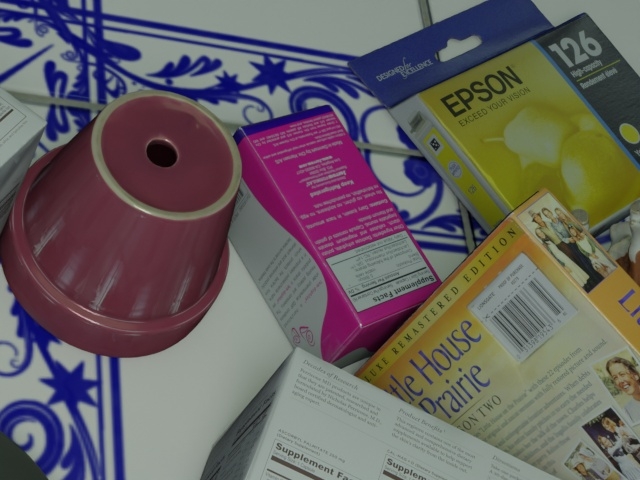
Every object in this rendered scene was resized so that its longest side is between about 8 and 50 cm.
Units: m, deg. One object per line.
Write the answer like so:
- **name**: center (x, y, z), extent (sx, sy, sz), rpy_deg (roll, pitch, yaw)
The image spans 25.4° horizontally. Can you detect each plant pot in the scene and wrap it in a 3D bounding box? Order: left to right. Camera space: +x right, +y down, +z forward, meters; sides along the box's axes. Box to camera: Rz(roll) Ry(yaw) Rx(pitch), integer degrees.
- **plant pot**: center (-0.157, -0.026, 1.216), extent (0.201, 0.180, 0.201), rpy_deg (13, 56, -19)

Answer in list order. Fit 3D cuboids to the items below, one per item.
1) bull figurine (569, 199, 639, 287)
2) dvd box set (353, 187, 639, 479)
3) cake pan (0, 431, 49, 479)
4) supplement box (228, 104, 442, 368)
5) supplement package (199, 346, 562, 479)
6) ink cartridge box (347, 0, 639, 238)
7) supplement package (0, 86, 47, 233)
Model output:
- **bull figurine**: center (0.265, 0.071, 1.377), extent (0.101, 0.188, 0.310), rpy_deg (12, 52, 29)
- **dvd box set**: center (0.236, 0.198, 1.187), extent (0.420, 0.307, 0.062), rpy_deg (48, 48, 9)
- **cake pan**: center (-0.280, 0.239, 0.995), extent (0.293, 0.054, 0.293), rpy_deg (31, 43, -34)
- **supplement box**: center (0.000, 0.000, 1.322), extent (0.114, 0.111, 0.220), rpy_deg (-18, 70, -35)
- **supplement package**: center (0.038, 0.237, 1.126), extent (0.262, 0.204, 0.145), rpy_deg (28, 52, -8)
- **ink cartridge box**: center (0.234, -0.142, 1.562), extent (0.304, 0.072, 0.307), rpy_deg (-29, 77, -37)
- **supplement package**: center (-0.394, -0.063, 1.107), extent (0.263, 0.199, 0.198), rpy_deg (37, 50, 0)
